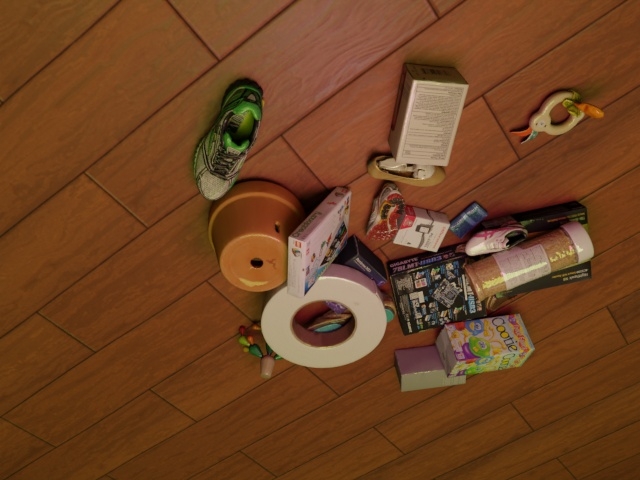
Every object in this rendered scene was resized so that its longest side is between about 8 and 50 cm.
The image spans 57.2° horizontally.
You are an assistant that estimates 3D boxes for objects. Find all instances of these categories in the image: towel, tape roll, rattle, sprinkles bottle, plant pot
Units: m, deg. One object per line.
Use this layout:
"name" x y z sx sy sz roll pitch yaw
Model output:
"towel" 0.453 -0.062 1.812 0.067 0.029 0.119 35 115 -26
"tape roll" 0.011 0.239 1.818 0.392 0.072 0.392 -1 125 -1
"rattle" 0.640 -0.308 1.597 0.199 0.143 0.130 -28 142 6
"sprinkles bottle" 0.611 0.062 1.734 0.355 0.121 0.121 -23 124 6
"plant pot" -0.180 0.005 1.656 0.291 0.203 0.291 -2 124 -3

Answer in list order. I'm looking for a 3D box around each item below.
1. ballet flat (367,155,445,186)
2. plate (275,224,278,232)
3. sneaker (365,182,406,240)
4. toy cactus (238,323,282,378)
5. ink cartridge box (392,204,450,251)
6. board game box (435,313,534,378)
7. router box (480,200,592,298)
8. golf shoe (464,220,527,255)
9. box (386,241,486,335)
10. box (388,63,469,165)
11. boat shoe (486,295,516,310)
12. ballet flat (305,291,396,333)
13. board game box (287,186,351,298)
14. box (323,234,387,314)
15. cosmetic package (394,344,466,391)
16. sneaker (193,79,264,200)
"ballet flat" 0.249 -0.198 1.655 0.232 0.080 0.073 2 164 -7
"plate" -0.160 -0.029 1.773 0.188 0.024 0.188 -3 124 -4
"sneaker" 0.192 -0.079 1.744 0.088 0.093 0.225 5 141 -16
"toy cactus" -0.177 0.375 1.972 0.219 0.180 0.112 16 142 -11
"ink cartridge box" 0.304 -0.037 1.793 0.150 0.063 0.109 11 123 -14
"board game box" 0.559 0.360 2.014 0.275 0.144 0.142 -7 145 -10
"router box" 0.673 0.030 1.833 0.309 0.081 0.243 -13 109 3
"golf shoe" 0.517 -0.001 1.731 0.186 0.086 0.067 -24 108 10
"box" 0.387 0.164 1.937 0.293 0.073 0.295 -16 127 3
"box" 0.277 -0.329 1.545 0.148 0.127 0.232 3 125 -9
"boat shoe" 0.620 0.166 1.942 0.178 0.060 0.064 -52 135 8
"ballet flat" 0.085 0.263 1.952 0.348 0.123 0.123 -24 124 14
"board game box" 0.000 0.000 1.651 0.053 0.305 0.193 18 127 19
"box" 0.080 0.109 1.845 0.207 0.108 0.153 -38 120 20
"cosmetic package" 0.392 0.455 2.113 0.238 0.127 0.107 -8 126 2
"sneaker" -0.250 -0.245 1.536 0.134 0.146 0.343 16 123 -17
